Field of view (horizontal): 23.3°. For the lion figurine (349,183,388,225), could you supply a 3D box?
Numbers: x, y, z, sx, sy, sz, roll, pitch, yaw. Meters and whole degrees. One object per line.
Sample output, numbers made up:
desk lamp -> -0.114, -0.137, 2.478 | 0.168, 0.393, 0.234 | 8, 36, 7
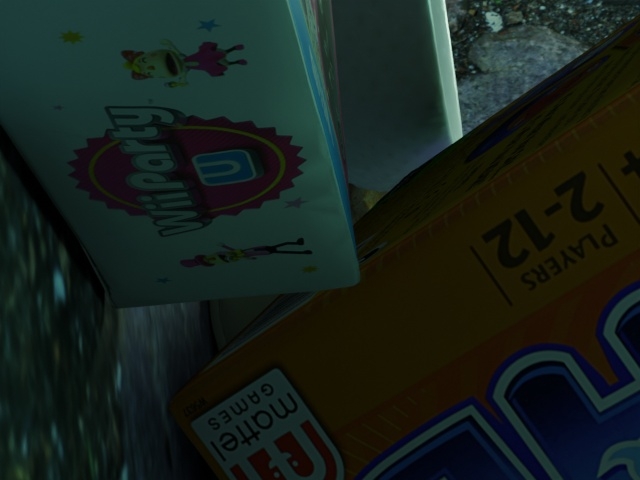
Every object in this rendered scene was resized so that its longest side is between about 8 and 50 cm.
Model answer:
lion figurine -> 0.025, -0.190, 1.374 | 0.392, 0.142, 0.240 | -97, -174, -62

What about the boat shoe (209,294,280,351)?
boat shoe -> -0.012, 0.109, 0.825 | 0.065, 0.075, 0.206 | 30, 50, -81

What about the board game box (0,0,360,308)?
board game box -> -0.054, -0.158, 0.520 | 0.224, 0.097, 0.303 | 73, 12, -66

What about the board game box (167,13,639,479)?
board game box -> 0.225, 0.067, 0.739 | 0.356, 0.356, 0.356 | 54, 28, -3

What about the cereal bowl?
cereal bowl -> 0.009, -0.193, 1.059 | 0.339, 0.141, 0.339 | -7, 90, -84
